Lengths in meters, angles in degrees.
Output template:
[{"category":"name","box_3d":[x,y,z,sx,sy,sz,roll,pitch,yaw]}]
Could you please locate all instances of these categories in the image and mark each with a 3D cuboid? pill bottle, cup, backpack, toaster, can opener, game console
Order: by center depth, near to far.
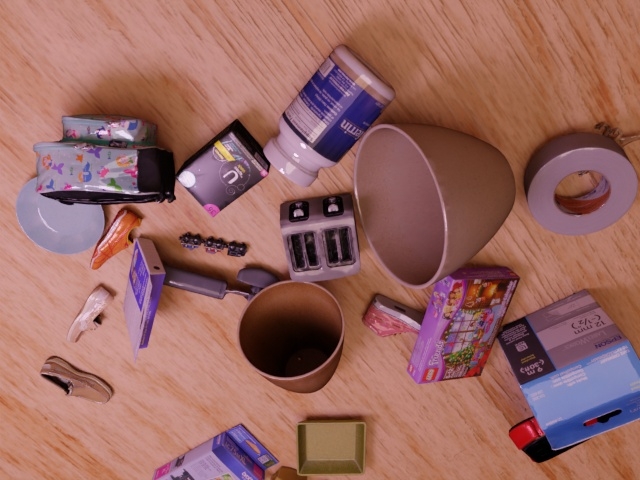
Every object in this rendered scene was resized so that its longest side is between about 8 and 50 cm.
[{"category":"backpack","box_3d":[-0.437,-0.156,1.213,0.253,0.225,0.191,-6,96,-1]},{"category":"pill bottle","box_3d":[0.012,-0.244,1.216,0.153,0.153,0.264,37,110,-16]},{"category":"cup","box_3d":[0.248,-0.093,1.230,0.237,0.331,0.331,-17,117,-22]},{"category":"toaster","box_3d":[0.000,0.000,1.353,0.168,0.110,0.185,-7,115,4]},{"category":"can opener","box_3d":[-0.238,0.090,1.427,0.283,0.076,0.095,16,82,-7]},{"category":"game console","box_3d":[0.647,0.439,1.494,0.342,0.060,0.386,-32,146,9]}]

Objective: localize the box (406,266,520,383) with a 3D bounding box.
[{"category":"box","box_3d":[0.337,0.202,1.440,0.201,0.057,0.293,0,118,-27]}]

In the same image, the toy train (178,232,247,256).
[{"category":"toy train","box_3d":[-0.250,0.013,1.403,0.158,0.027,0.036,11,125,-6]}]

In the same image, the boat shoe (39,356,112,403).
[{"category":"boat shoe","box_3d":[-0.626,0.373,1.539,0.190,0.072,0.068,32,111,-15]}]

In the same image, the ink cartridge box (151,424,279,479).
[{"category":"ink cartridge box","box_3d":[-0.292,0.649,1.681,0.311,0.065,0.186,-33,112,12]}]

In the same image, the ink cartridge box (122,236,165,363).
[{"category":"ink cartridge box","box_3d":[-0.396,0.132,1.359,0.045,0.208,0.206,5,117,-28]}]

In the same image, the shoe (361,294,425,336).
[{"category":"shoe","box_3d":[0.191,0.204,1.480,0.178,0.063,0.081,26,116,-9]}]

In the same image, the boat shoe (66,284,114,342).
[{"category":"boat shoe","box_3d":[-0.555,0.189,1.460,0.059,0.063,0.170,33,110,-8]}]

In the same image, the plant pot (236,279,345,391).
[{"category":"plant pot","box_3d":[-0.046,0.257,1.404,0.237,0.237,0.254,-10,144,4]}]

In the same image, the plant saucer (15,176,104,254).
[{"category":"plant saucer","box_3d":[-0.578,-0.062,1.357,0.195,0.037,0.195,-1,115,-1]}]

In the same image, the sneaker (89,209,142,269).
[{"category":"sneaker","box_3d":[-0.470,0.009,1.379,0.067,0.064,0.175,33,113,-25]}]

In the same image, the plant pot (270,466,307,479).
[{"category":"plant pot","box_3d":[-0.099,0.686,1.691,0.083,0.081,0.081,38,109,-4]}]

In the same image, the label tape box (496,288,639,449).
[{"category":"label tape box","box_3d":[0.563,0.277,1.357,0.249,0.347,0.115,-27,108,11]}]

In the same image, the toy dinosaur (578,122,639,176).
[{"category":"toy dinosaur","box_3d":[0.630,-0.210,1.304,0.183,0.053,0.092,-29,127,20]}]

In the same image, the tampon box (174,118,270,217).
[{"category":"tampon box","box_3d":[-0.203,-0.153,1.283,0.161,0.101,0.120,-36,110,15]}]

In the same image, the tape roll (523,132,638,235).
[{"category":"tape roll","box_3d":[0.554,-0.119,1.298,0.219,0.072,0.219,5,128,6]}]

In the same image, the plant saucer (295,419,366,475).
[{"category":"plant saucer","box_3d":[0.029,0.555,1.647,0.188,0.045,0.188,0,115,0]}]
